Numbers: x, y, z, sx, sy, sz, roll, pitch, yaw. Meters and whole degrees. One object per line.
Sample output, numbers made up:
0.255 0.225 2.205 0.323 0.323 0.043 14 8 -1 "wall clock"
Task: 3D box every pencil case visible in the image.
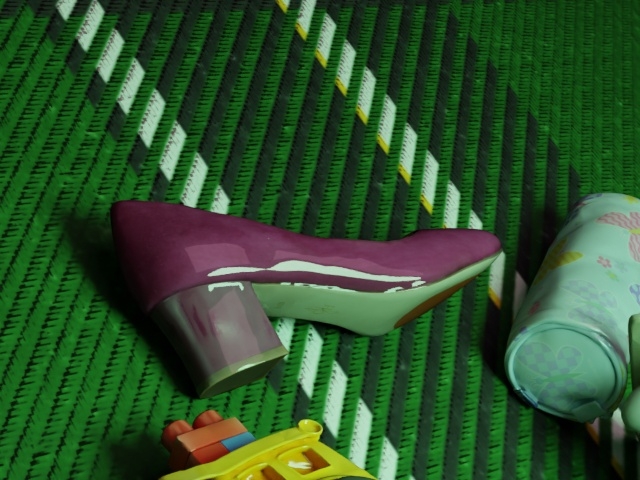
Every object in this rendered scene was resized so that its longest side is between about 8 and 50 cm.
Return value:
0.269 0.061 1.624 0.124 0.113 0.273 42 36 -7 "pencil case"

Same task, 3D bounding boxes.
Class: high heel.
0.000 0.000 1.453 0.377 0.127 0.181 -17 72 -43 "high heel"

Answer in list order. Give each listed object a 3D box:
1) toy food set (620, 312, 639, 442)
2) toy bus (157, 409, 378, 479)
0.330 0.239 1.428 0.092 0.219 0.306 -14 51 2 "toy food set"
-0.060 0.215 1.186 0.220 0.149 0.211 -18 49 -45 "toy bus"
